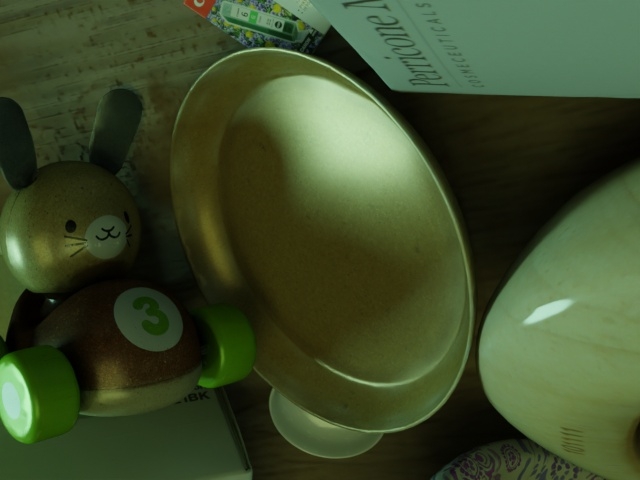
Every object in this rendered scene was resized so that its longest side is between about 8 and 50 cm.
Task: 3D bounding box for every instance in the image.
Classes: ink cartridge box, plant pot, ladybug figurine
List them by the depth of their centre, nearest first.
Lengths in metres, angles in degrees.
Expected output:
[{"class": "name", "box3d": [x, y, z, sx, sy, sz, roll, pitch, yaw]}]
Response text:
[{"class": "ladybug figurine", "box3d": [0.306, 0.042, 0.509, 0.449, 0.162, 0.305, 4, 150, 18]}, {"class": "ink cartridge box", "box3d": [-0.044, -0.150, 0.580, 0.115, 0.029, 0.063, 33, 121, -9]}, {"class": "plant pot", "box3d": [0.000, 0.000, 0.601, 0.236, 0.032, 0.236, 25, 129, 35]}, {"class": "ink cartridge box", "box3d": [-0.160, 0.241, 0.738, 0.196, 0.114, 0.273, -7, 122, -19]}]

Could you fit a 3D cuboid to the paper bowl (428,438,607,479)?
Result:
[{"class": "paper bowl", "box3d": [0.136, 0.282, 0.645, 0.284, 0.284, 0.148, 35, 126, -9]}]

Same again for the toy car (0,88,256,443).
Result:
[{"class": "toy car", "box3d": [-0.141, 0.005, 0.625, 0.148, 0.155, 0.189, 6, 103, 46]}]

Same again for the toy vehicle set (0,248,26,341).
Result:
[{"class": "toy vehicle set", "box3d": [-0.295, 0.072, 0.756, 0.266, 0.035, 0.166, -3, 119, 13]}]

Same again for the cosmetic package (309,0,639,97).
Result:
[{"class": "cosmetic package", "box3d": [0.219, -0.148, 0.348, 0.453, 0.230, 0.162, 5, 84, 20]}]

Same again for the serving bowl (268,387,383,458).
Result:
[{"class": "serving bowl", "box3d": [0.007, 0.112, 0.723, 0.083, 0.027, 0.083, 5, 120, 8]}]
